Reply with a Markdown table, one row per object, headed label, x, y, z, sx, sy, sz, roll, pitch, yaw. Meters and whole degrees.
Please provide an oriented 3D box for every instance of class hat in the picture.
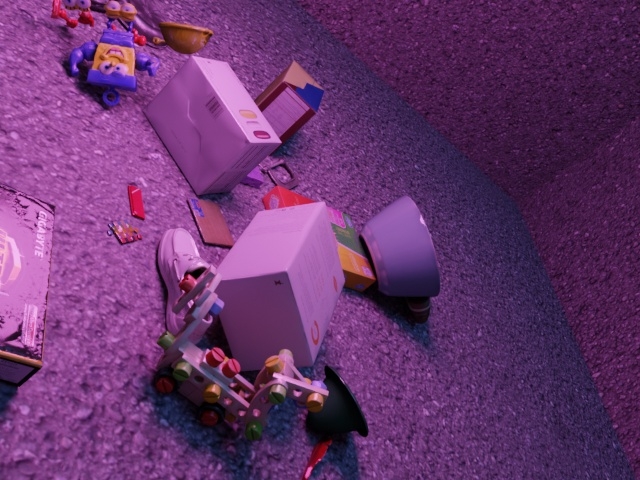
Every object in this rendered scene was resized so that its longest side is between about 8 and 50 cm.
| label | x | y | z | sx | sy | sz | roll | pitch | yaw |
| --- | --- | --- | --- | --- | --- | --- | --- | --- | --- |
| hat | -0.016 | 0.381 | 1.451 | 0.173 | 0.183 | 0.208 | 61 | -15 | 4 |

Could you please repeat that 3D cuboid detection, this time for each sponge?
| label | x | y | z | sx | sy | sz | roll | pitch | yaw |
| --- | --- | --- | --- | --- | --- | --- | --- | --- | --- |
| sponge | -0.234 | -0.244 | 1.891 | 0.117 | 0.031 | 0.210 | 13 | 44 | -52 |

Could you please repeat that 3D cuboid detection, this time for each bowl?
| label | x | y | z | sx | sy | sz | roll | pitch | yaw |
| --- | --- | --- | --- | --- | --- | --- | --- | --- | --- |
| bowl | 0.215 | 0.038 | 2.015 | 0.311 | 0.163 | 0.312 | 163 | -90 | -85 |

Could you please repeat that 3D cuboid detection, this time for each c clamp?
| label | x | y | z | sx | sy | sz | roll | pitch | yaw |
| --- | --- | --- | --- | --- | --- | --- | --- | --- | --- |
| c clamp | -0.123 | -0.207 | 2.029 | 0.137 | 0.022 | 0.160 | 54 | 27 | 5 |

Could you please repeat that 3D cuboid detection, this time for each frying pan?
| label | x | y | z | sx | sy | sz | roll | pitch | yaw |
| --- | --- | --- | --- | --- | --- | --- | --- | --- | --- |
| frying pan | -0.540 | -0.645 | 1.906 | 0.326 | 0.053 | 0.197 | 26 | 35 | -46 |

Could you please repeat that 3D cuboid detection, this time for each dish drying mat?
| label | x | y | z | sx | sy | sz | roll | pitch | yaw |
| --- | --- | --- | --- | --- | --- | --- | --- | --- | --- |
| dish drying mat | -0.388 | -0.081 | 1.465 | 0.032 | 0.008 | 0.083 | 24 | 37 | -45 |

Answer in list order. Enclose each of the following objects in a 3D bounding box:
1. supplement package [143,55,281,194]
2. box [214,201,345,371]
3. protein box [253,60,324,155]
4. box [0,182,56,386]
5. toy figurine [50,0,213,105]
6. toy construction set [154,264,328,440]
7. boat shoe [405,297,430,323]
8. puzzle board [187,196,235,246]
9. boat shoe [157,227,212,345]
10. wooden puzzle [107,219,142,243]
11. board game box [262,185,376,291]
| label | x | y | z | sx | sy | sz | roll | pitch | yaw |
| --- | --- | --- | --- | --- | --- | --- | --- | --- | --- |
| supplement package | -0.264 | -0.278 | 1.692 | 0.262 | 0.204 | 0.145 | 56 | 26 | 10 |
| box | -0.078 | 0.088 | 1.475 | 0.345 | 0.168 | 0.215 | -64 | 142 | -62 |
| protein box | -0.114 | -0.399 | 2.085 | 0.136 | 0.201 | 0.200 | 43 | 28 | -17 |
| box | -0.532 | 0.032 | 1.019 | 0.257 | 0.079 | 0.322 | 27 | 35 | -37 |
| toy figurine | -0.447 | -0.410 | 1.618 | 0.362 | 0.191 | 0.217 | 8 | 83 | -14 |
| toy construction set | -0.160 | 0.213 | 1.218 | 0.328 | 0.215 | 0.151 | 49 | 26 | -4 |
| boat shoe | 0.301 | 0.170 | 2.174 | 0.257 | 0.095 | 0.095 | -74 | 155 | -62 |
| puzzle board | -0.257 | -0.041 | 1.620 | 0.096 | 0.011 | 0.128 | 9 | 48 | -52 |
| boat shoe | -0.254 | 0.074 | 1.380 | 0.098 | 0.096 | 0.277 | 25 | 37 | -43 |
| wooden puzzle | -0.391 | -0.018 | 1.381 | 0.049 | 0.006 | 0.083 | 55 | 26 | 7 |
| board game box | 0.000 | 0.000 | 1.913 | 0.316 | 0.064 | 0.242 | 19 | 40 | -47 |
